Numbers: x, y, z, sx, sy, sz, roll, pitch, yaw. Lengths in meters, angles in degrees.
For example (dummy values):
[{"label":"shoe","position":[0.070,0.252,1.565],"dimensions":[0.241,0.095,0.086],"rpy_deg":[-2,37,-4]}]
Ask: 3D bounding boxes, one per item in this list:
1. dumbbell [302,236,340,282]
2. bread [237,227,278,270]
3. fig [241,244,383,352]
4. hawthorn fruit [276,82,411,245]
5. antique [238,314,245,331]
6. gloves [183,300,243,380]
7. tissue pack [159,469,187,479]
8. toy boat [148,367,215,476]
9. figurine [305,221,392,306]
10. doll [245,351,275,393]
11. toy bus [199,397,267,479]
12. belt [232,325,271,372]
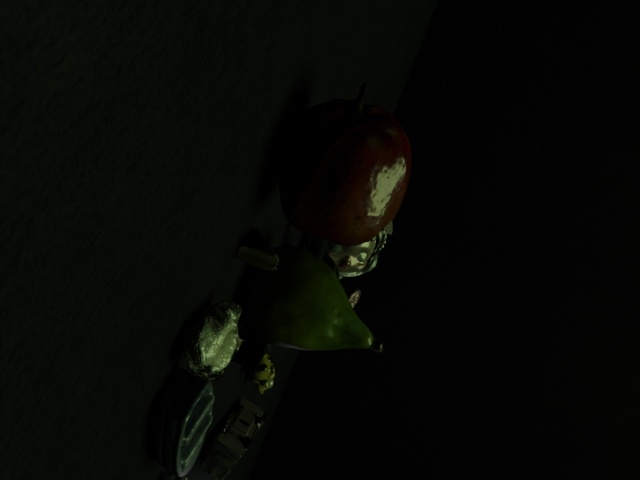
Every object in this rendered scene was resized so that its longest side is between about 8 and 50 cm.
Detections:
[{"label":"dumbbell","position":[0.000,0.000,1.567],"dimensions":[0.179,0.179,0.406],"rpy_deg":[-60,170,-50]},{"label":"bread","position":[-0.124,0.019,1.158],"dimensions":[0.062,0.109,0.043],"rpy_deg":[-5,124,-32]},{"label":"fig","position":[-0.021,0.124,1.355],"dimensions":[0.233,0.315,0.232],"rpy_deg":[-1,90,-68]},{"label":"hawthorn fruit","position":[0.046,-0.149,1.134],"dimensions":[0.300,0.254,0.254],"rpy_deg":[102,12,-47]},{"label":"antique","position":[-0.178,0.186,1.462],"dimensions":[0.192,0.015,0.031],"rpy_deg":[-41,153,-76]},{"label":"gloves","position":[-0.185,0.173,1.060],"dimensions":[0.153,0.071,0.114],"rpy_deg":[-56,149,-66]},{"label":"tissue pack","position":[-0.322,0.536,1.293],"dimensions":[0.094,0.059,0.074],"rpy_deg":[-59,168,-57]},{"label":"toy boat","position":[-0.249,0.341,1.129],"dimensions":[0.282,0.078,0.127],"rpy_deg":[107,8,-46]},{"label":"figurine","position":[0.043,0.029,1.952],"dimensions":[0.361,0.253,0.211],"rpy_deg":[-62,-140,21]},{"label":"doll","position":[-0.179,0.392,1.877],"dimensions":[0.291,0.086,0.117],"rpy_deg":[102,-17,-67]},{"label":"toy bus","position":[-0.256,0.581,1.841],"dimensions":[0.137,0.113,0.317],"rpy_deg":[-58,175,10]},{"label":"belt","position":[-0.153,0.241,1.534],"dimensions":[0.151,0.078,0.198],"rpy_deg":[-58,175,-30]}]
